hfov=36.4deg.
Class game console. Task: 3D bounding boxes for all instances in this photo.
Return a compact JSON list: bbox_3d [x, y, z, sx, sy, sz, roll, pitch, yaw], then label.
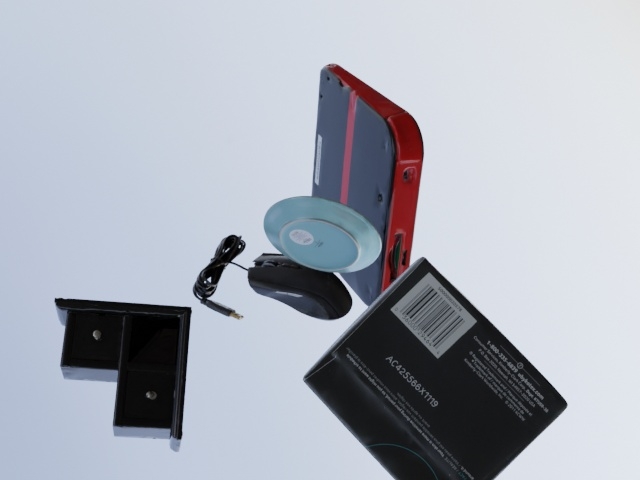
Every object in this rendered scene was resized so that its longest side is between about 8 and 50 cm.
[{"bbox_3d":[0.073,-0.095,1.790,0.060,0.386,0.342,-8,-149,-22],"label":"game console"}]

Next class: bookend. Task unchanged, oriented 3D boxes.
[{"bbox_3d":[-0.232,0.154,1.116,0.157,0.072,0.156,5,-114,-8],"label":"bookend"}]

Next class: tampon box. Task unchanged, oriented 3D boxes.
[{"bbox_3d":[0.072,0.087,0.622,0.120,0.101,0.161,46,-177,5],"label":"tampon box"}]

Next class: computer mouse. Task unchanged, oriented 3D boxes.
[{"bbox_3d":[-0.081,0.076,1.631,0.262,0.060,0.184,25,-138,11],"label":"computer mouse"}]

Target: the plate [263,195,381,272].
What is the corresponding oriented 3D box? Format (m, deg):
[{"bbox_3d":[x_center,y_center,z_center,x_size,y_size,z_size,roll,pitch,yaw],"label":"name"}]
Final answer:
[{"bbox_3d":[0.000,0.000,1.497,0.188,0.188,0.024,33,-128,-22],"label":"plate"}]
